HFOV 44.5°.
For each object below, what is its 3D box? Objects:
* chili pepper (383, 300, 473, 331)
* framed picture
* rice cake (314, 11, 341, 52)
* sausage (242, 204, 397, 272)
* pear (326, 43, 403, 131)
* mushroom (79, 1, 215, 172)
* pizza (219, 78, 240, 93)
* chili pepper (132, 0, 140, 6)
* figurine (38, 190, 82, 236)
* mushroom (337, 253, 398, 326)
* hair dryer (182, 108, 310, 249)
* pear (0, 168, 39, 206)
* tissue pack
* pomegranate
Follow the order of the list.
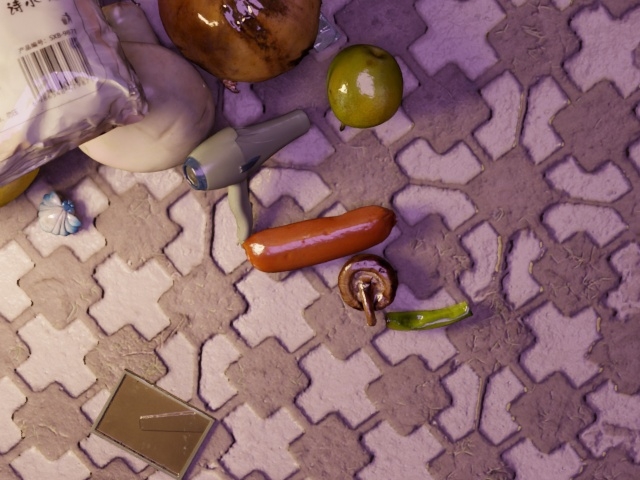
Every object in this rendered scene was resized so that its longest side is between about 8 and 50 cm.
[{"bbox_3d":[0.244,0.176,1.773,0.202,0.050,0.052,-9,82,1],"label":"chili pepper"},{"bbox_3d":[-0.399,0.438,1.858,0.250,0.016,0.184,29,98,-2],"label":"framed picture"},{"bbox_3d":[-0.044,-0.495,1.677,0.069,0.063,0.206,-40,94,14],"label":"rice cake"},{"bbox_3d":[0.000,0.000,1.730,0.348,0.094,0.097,-12,142,6],"label":"sausage"},{"bbox_3d":[0.081,-0.306,1.653,0.166,0.180,0.216,8,131,-29],"label":"pear"},{"bbox_3d":[-0.391,-0.299,1.605,0.315,0.315,0.356,-26,108,6],"label":"mushroom"},{"bbox_3d":[-0.205,-0.359,1.730,0.037,0.016,0.083,-35,92,8],"label":"pizza"},{"bbox_3d":[-0.490,-0.586,1.686,0.268,0.059,0.050,40,110,-1],"label":"chili pepper"},{"bbox_3d":[-0.597,-0.052,1.772,0.114,0.079,0.114,15,133,17],"label":"figurine"},{"bbox_3d":[0.108,0.111,1.755,0.135,0.080,0.170,-1,99,15],"label":"mushroom"},{"bbox_3d":[-0.129,-0.159,1.706,0.296,0.298,0.119,-45,51,-12],"label":"hair dryer"},{"bbox_3d":[-0.746,-0.222,1.600,0.362,0.362,0.418,52,133,-5],"label":"pear"},{"bbox_3d":[-0.533,-0.306,1.367,0.375,0.195,0.390,-23,88,-8],"label":"tissue pack"},{"bbox_3d":[-0.154,-0.464,1.537,0.322,0.322,0.322,0,99,3],"label":"pomegranate"}]
